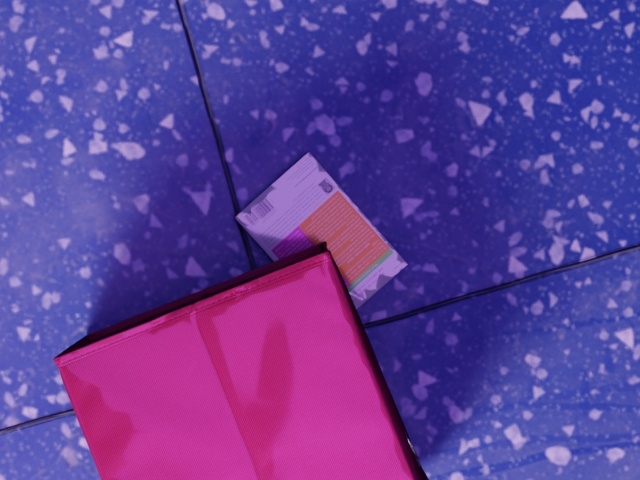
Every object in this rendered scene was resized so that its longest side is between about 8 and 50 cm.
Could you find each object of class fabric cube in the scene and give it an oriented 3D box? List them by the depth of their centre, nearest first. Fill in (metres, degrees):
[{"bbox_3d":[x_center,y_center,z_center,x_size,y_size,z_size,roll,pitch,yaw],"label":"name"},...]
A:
[{"bbox_3d":[-0.060,0.166,1.616,0.259,0.254,0.258,-21,91,1],"label":"fabric cube"}]

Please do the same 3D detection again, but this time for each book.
[{"bbox_3d":[0.000,0.000,1.748,0.096,0.035,0.144,-41,95,-3],"label":"book"}]
